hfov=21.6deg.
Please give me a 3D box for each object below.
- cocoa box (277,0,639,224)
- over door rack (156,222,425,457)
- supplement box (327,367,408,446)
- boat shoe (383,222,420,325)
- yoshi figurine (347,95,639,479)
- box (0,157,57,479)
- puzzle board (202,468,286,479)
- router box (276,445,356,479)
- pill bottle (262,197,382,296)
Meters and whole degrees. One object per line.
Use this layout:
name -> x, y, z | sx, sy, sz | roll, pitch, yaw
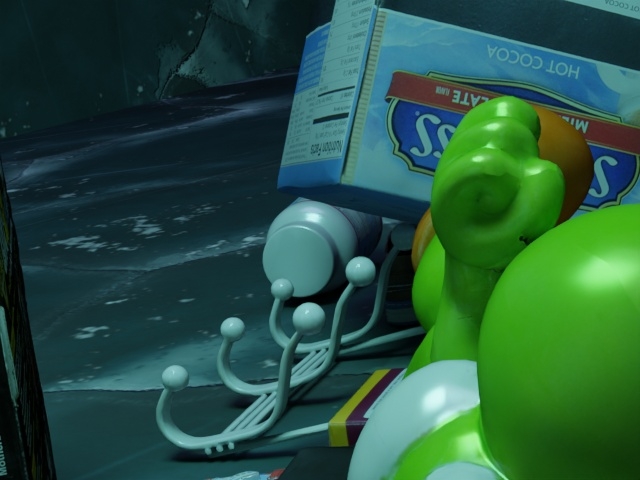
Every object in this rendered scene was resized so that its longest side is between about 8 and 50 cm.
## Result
cocoa box -> 0.169, -0.110, 1.294 | 0.347, 0.228, 0.231 | 12, -2, -13
over door rack -> 0.076, 0.061, 1.162 | 0.324, 0.108, 0.239 | -4, 13, 21
supplement box -> 0.111, 0.117, 0.929 | 0.188, 0.081, 0.104 | -5, 12, 19
boat shoe -> 0.088, 0.018, 1.450 | 0.066, 0.066, 0.183 | -7, 12, 7
yoshi figurine -> 0.109, 0.043, 0.633 | 0.203, 0.203, 0.362 | 2, 16, 10
box -> -0.184, 0.084, 0.868 | 0.079, 0.257, 0.322 | -11, 13, -8
puzzle board -> -0.032, 0.155, 0.999 | 0.128, 0.011, 0.096 | -9, 10, 22
router box -> 0.067, 0.170, 0.706 | 0.242, 0.081, 0.309 | -4, 12, 18
pill bottle -> 0.000, 0.000, 1.551 | 0.087, 0.087, 0.160 | -5, 13, 17
